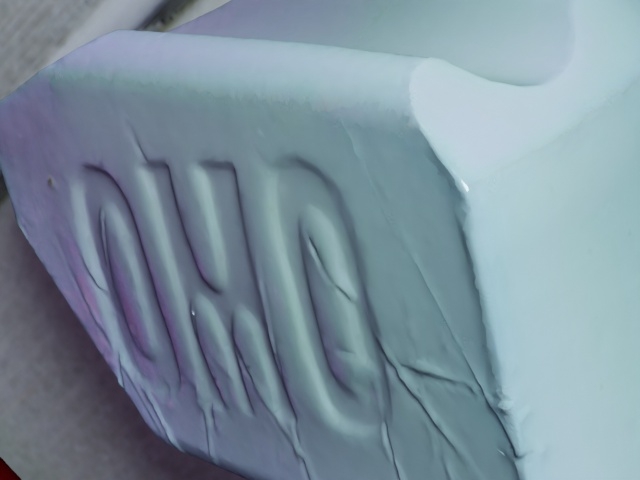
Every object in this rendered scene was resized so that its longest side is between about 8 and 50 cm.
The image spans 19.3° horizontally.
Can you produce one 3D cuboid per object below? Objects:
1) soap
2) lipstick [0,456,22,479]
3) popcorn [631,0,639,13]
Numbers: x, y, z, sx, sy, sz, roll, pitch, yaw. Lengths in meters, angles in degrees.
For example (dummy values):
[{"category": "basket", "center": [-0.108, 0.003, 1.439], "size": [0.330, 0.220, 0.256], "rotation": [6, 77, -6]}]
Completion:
[{"category": "soap", "center": [0.000, 0.000, 0.783], "size": [0.347, 0.115, 0.208], "rotation": [14, 123, 52]}, {"category": "lipstick", "center": [-0.213, 0.143, 1.075], "size": [0.241, 0.080, 0.080], "rotation": [46, 126, 8]}, {"category": "popcorn", "center": [0.202, -0.129, 0.653], "size": [0.212, 0.198, 0.198], "rotation": [-26, 95, 12]}]
